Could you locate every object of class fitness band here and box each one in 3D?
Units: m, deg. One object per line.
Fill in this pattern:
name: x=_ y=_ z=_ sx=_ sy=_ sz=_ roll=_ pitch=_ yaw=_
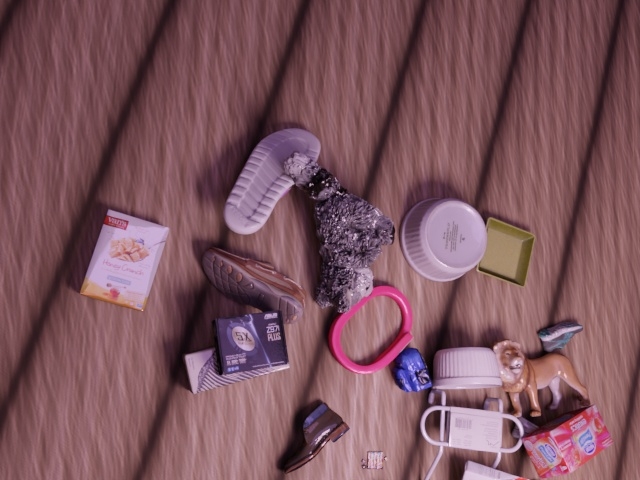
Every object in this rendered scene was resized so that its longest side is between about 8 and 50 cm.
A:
fitness band: x=0.156 y=0.267 z=1.900 sx=0.291 sy=0.054 sz=0.209 roll=-41 pitch=93 yaw=-19

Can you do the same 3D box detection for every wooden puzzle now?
wooden puzzle: x=0.162 y=0.650 z=1.868 sx=0.083 sy=0.006 sz=0.050 roll=7 pitch=80 yaw=-16

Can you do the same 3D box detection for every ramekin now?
ramekin: x=0.395 y=-0.009 z=1.971 sx=0.272 sy=0.127 sz=0.273 roll=2 pitch=82 yaw=-18
ramekin: x=0.435 y=0.384 z=1.894 sx=0.207 sy=0.207 sz=0.109 roll=5 pitch=72 yaw=-17

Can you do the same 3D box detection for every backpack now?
backpack: x=0.270 y=0.387 z=1.892 sx=0.101 sy=0.098 sz=0.120 roll=-18 pitch=89 yaw=-15

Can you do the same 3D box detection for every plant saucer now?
plant saucer: x=0.599 y=0.042 z=2.072 sx=0.188 sy=0.045 sz=0.188 roll=19 pitch=77 yaw=-15

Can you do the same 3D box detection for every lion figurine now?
lion figurine: x=0.697 y=0.426 z=2.015 sx=0.391 sy=0.142 sz=0.241 roll=2 pitch=74 yaw=-35

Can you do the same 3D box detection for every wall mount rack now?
wall mount rack: x=0.430 y=0.616 z=1.901 sx=0.349 sy=0.130 sz=0.305 roll=11 pitch=75 yaw=-16

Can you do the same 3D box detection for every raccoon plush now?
raccoon plush: x=0.000 y=0.000 z=1.809 sx=0.446 sy=0.216 sz=0.299 roll=36 pitch=78 yaw=-9

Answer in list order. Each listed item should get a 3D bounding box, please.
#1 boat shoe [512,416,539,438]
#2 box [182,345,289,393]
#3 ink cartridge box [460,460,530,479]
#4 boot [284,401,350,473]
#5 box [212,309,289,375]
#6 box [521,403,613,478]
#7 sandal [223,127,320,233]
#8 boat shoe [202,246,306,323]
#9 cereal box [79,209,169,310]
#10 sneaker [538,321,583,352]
boat shoe: x=0.721 y=0.628 z=2.007 sx=0.226 sy=0.083 sz=0.076 roll=25 pitch=77 yaw=-12
box: x=-0.233 y=0.333 z=1.741 sx=0.274 sy=0.094 sz=0.113 roll=-13 pitch=85 yaw=-18
ink cartridge box: x=0.518 y=0.759 z=1.840 sx=0.232 sy=0.066 sz=0.189 roll=16 pitch=116 yaw=18
boot: x=-0.033 y=0.561 z=1.797 sx=0.219 sy=0.082 sz=0.106 roll=-33 pitch=71 yaw=-15
box: x=-0.186 y=0.270 z=1.675 sx=0.180 sy=0.077 sz=0.148 roll=-5 pitch=79 yaw=-18
box: x=0.750 y=0.606 z=1.912 sx=0.256 sy=0.122 sz=0.128 roll=-11 pitch=71 yaw=-38
sandal: x=-0.153 y=-0.177 z=1.839 sx=0.169 sy=0.102 sz=0.416 roll=35 pitch=60 yaw=5
boat shoe: x=-0.184 y=0.114 z=1.790 sx=0.324 sy=0.123 sz=0.116 roll=33 pitch=40 yaw=-2
cereal box: x=-0.528 y=0.055 z=1.711 sx=0.172 sy=0.047 sz=0.240 roll=17 pitch=78 yaw=-15
sneaker: x=0.798 y=0.321 z=2.096 sx=0.166 sy=0.065 sz=0.076 roll=-14 pitch=103 yaw=-16
